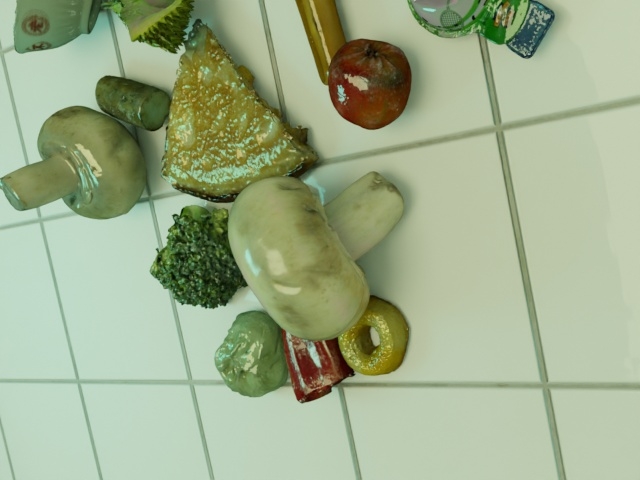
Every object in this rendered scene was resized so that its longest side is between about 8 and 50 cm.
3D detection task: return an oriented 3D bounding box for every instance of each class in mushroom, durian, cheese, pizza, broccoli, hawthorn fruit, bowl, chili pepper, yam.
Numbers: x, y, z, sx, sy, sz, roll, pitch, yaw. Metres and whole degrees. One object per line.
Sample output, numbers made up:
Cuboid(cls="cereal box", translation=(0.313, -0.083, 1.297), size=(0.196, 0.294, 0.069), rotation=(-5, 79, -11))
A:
Cuboid(cls="mushroom", translation=(-0.023, 0.023, 1.740), size=(0.353, 0.353, 0.325), rotation=(50, 148, 17))
Cuboid(cls="durian", translation=(-0.378, -0.520, 1.907), size=(0.158, 0.169, 0.352), rotation=(-69, 29, 20))
Cuboid(cls="cheese", translation=(0.270, -0.443, 1.519), size=(0.320, 0.083, 0.204), rotation=(42, 123, 24))
Cuboid(cls="pizza", translation=(-0.233, -0.228, 1.970), size=(0.435, 0.080, 0.392), rotation=(53, 126, 17))
Cuboid(cls="mushroom", translation=(-0.619, -0.164, 2.115), size=(0.314, 0.336, 0.314), rotation=(32, 139, 34))
Cuboid(cls="broccoli", translation=(-0.271, 0.026, 2.018), size=(0.288, 0.248, 0.245), rotation=(-43, 38, 47))
Cuboid(cls="hawthorn fruit", translation=(0.096, -0.300, 1.645), size=(0.173, 0.173, 0.173), rotation=(10, 107, 36))
Cuboid(cls="bowl", translation=(-0.628, -0.603, 2.094), size=(0.157, 0.337, 0.337), rotation=(15, 117, -10))
Cuboid(cls="chili pepper", translation=(-0.024, 0.226, 1.906), size=(0.144, 0.136, 0.252), rotation=(120, 131, -70))
Cuboid(cls="yam", translation=(-0.470, -0.344, 2.105), size=(0.194, 0.107, 0.107), rotation=(22, 114, 33))

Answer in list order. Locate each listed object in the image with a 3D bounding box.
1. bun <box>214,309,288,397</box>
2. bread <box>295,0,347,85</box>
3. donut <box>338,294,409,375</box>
Cuboid(cls="bun", translation=(-0.174, 0.275, 2.020), size=(0.204, 0.126, 0.212), rotation=(2, 102, 36))
Cuboid(cls="bread", translation=(0.006, -0.437, 1.730), size=(0.092, 0.074, 0.239), rotation=(168, 85, -72))
Cuboid(cls="donut", translation=(0.107, 0.211, 1.823), size=(0.162, 0.065, 0.178), rotation=(16, 110, 34))
